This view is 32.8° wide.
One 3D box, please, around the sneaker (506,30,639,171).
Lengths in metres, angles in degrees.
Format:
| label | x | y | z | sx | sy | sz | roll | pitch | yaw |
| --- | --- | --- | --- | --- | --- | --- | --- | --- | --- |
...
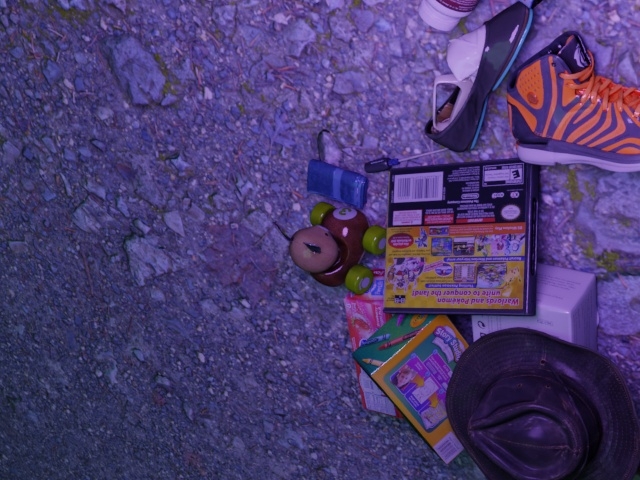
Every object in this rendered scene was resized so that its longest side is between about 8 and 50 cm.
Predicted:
| label | x | y | z | sx | sy | sz | roll | pitch | yaw |
| --- | --- | --- | --- | --- | --- | --- | --- | --- | --- |
| sneaker | 0.398 | -0.200 | 1.529 | 0.321 | 0.124 | 0.180 | 2 | 121 | 37 |

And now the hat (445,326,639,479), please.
| label | x | y | z | sx | sy | sz | roll | pitch | yaw |
| --- | --- | --- | --- | --- | --- | --- | --- | --- | --- |
| hat | 0.325 | 0.301 | 1.706 | 0.331 | 0.134 | 0.331 | 10 | 108 | 32 |

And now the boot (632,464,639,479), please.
| label | x | y | z | sx | sy | sz | roll | pitch | yaw |
| --- | --- | --- | --- | --- | --- | --- | --- | --- | --- |
| boot | 0.462 | 0.343 | 1.816 | 0.248 | 0.090 | 0.207 | 30 | 178 | 25 |

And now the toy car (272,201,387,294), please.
| label | x | y | z | sx | sy | sz | roll | pitch | yaw |
| --- | --- | --- | --- | --- | --- | --- | --- | --- | --- |
| toy car | 0.000 | 0.000 | 1.903 | 0.155 | 0.188 | 0.149 | 25 | 94 | 35 |

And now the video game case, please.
| label | x | y | z | sx | sy | sz | roll | pitch | yaw |
| --- | --- | --- | --- | --- | --- | --- | --- | --- | --- |
| video game case | 0.225 | -0.003 | 1.771 | 0.275 | 0.035 | 0.248 | -2 | 82 | 38 |

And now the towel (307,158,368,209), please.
| label | x | y | z | sx | sy | sz | roll | pitch | yaw |
| --- | --- | --- | --- | --- | --- | --- | --- | --- | --- |
| towel | 0.029 | -0.102 | 1.953 | 0.119 | 0.029 | 0.067 | 21 | 130 | 26 |

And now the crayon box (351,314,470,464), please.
| label | x | y | z | sx | sy | sz | roll | pitch | yaw |
| --- | --- | --- | --- | --- | --- | --- | --- | --- | --- |
| crayon box | 0.199 | 0.244 | 1.903 | 0.278 | 0.165 | 0.081 | 52 | 174 | -32 |

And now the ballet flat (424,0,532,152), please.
| label | x | y | z | sx | sy | sz | roll | pitch | yaw |
| --- | --- | --- | --- | --- | --- | --- | --- | --- | --- |
| ballet flat | 0.226 | -0.244 | 1.640 | 0.096 | 0.095 | 0.280 | 12 | 133 | -8 |

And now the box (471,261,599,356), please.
| label | x | y | z | sx | sy | sz | roll | pitch | yaw |
| --- | --- | --- | --- | --- | --- | --- | --- | --- | --- |
| box | 0.355 | 0.141 | 1.806 | 0.182 | 0.119 | 0.181 | 12 | 126 | 32 |

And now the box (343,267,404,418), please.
| label | x | y | z | sx | sy | sz | roll | pitch | yaw |
| --- | --- | --- | --- | --- | --- | --- | --- | --- | --- |
| box | 0.142 | 0.191 | 2.004 | 0.128 | 0.122 | 0.257 | 8 | 123 | 32 |

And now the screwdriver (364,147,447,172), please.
| label | x | y | z | sx | sy | sz | roll | pitch | yaw |
| --- | --- | --- | --- | --- | --- | --- | --- | --- | --- |
| screwdriver | 0.143 | -0.137 | 1.843 | 0.170 | 0.025 | 0.024 | -9 | 114 | 42 |

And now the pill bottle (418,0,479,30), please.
| label | x | y | z | sx | sy | sz | roll | pitch | yaw |
| --- | --- | --- | --- | --- | --- | --- | --- | --- | --- |
| pill bottle | 0.202 | -0.381 | 1.579 | 0.086 | 0.086 | 0.152 | 39 | 135 | 9 |

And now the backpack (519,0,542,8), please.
| label | x | y | z | sx | sy | sz | roll | pitch | yaw |
| --- | --- | --- | --- | --- | --- | --- | --- | --- | --- |
| backpack | 0.296 | -0.386 | 1.491 | 0.084 | 0.105 | 0.114 | 34 | 146 | 8 |
